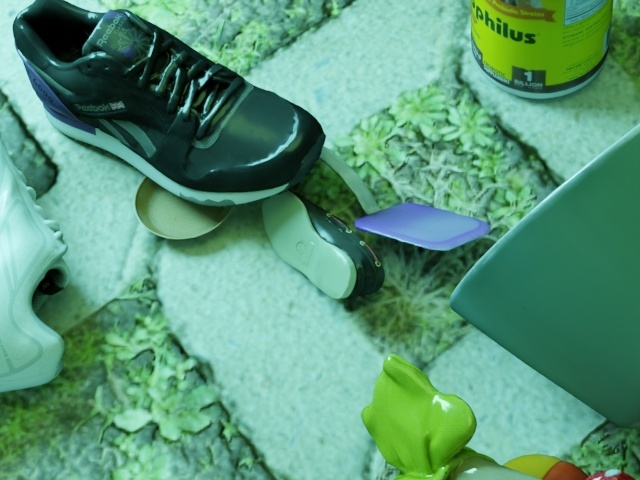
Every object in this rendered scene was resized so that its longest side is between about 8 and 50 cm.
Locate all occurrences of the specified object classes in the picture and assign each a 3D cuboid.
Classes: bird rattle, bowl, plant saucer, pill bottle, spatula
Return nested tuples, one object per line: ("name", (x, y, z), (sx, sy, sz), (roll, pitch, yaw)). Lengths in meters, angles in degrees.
("bird rattle", (0.141, 0.165, 1.003), (0.253, 0.207, 0.143), (8, 80, 23))
("bowl", (0.259, 0.015, 1.074), (0.311, 0.311, 0.163), (-33, 77, -17))
("plant saucer", (-0.109, -0.031, 1.287), (0.083, 0.015, 0.083), (-3, 53, 4))
("pill bottle", (0.178, -0.222, 1.272), (0.117, 0.215, 0.117), (-3, 54, 4))
("spatula", (0.008, -0.059, 1.275), (0.296, 0.030, 0.084), (33, 34, 31))

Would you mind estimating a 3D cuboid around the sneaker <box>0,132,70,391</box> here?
("sneaker", (-0.257, -0.008, 1.241), (0.118, 0.110, 0.292), (-4, 62, -6))

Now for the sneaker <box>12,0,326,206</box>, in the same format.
("sneaker", (-0.133, -0.117, 1.260), (0.283, 0.124, 0.107), (18, 64, 28))

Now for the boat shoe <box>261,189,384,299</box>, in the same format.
("boat shoe", (-0.001, 0.002, 1.239), (0.042, 0.049, 0.133), (-1, 33, -40))
